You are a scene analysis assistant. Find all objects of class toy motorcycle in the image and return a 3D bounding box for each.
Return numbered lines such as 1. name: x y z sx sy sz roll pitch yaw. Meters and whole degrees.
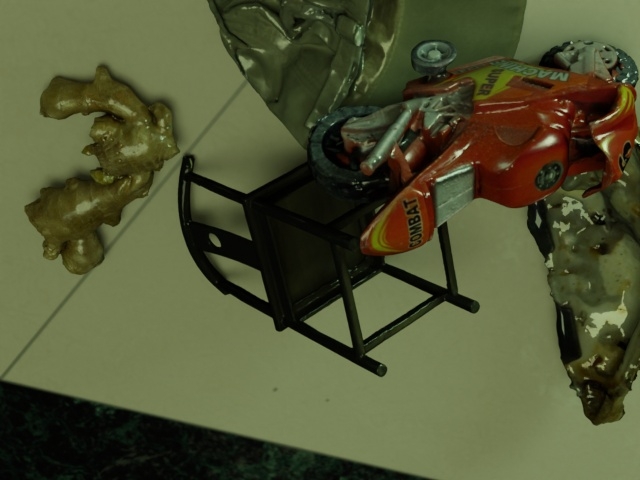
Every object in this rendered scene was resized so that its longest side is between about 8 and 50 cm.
1. toy motorcycle: 0.139 -0.085 0.987 0.298 0.171 0.089 -20 141 -13

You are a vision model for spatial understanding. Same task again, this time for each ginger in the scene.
1. ginger: -0.207 -0.061 1.160 0.176 0.052 0.193 -12 117 20

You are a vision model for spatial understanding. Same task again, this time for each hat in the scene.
1. hat: 0.041 -0.201 1.038 0.244 0.149 0.214 -20 140 -24

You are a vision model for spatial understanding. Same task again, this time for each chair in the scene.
1. chair: 0.000 0.000 1.128 0.260 0.141 0.155 24 135 48

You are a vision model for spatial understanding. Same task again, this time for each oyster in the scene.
1. oyster: 0.259 0.031 1.148 0.128 0.078 0.345 8 126 27
